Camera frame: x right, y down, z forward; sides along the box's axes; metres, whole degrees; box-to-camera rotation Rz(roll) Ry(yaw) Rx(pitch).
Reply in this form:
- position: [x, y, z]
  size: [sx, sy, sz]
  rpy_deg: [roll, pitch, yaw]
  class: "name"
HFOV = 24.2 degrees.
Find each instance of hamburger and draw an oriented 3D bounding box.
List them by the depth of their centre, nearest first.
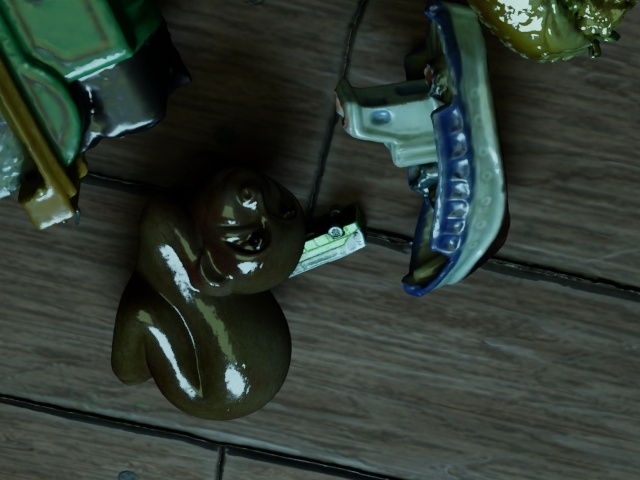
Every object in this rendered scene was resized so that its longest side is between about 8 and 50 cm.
- position: [0.130, -0.224, 1.009]
  size: [0.122, 0.189, 0.215]
  rpy_deg: [-36, 125, 17]
  class: "hamburger"

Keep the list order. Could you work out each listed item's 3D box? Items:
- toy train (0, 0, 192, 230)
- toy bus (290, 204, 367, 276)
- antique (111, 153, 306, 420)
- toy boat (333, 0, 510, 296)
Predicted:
- position: [-0.233, -0.201, 1.082]
  size: [0.249, 0.178, 0.429]
  rpy_deg: [-21, 119, 6]
  class: "toy train"
- position: [0.000, 0.000, 1.266]
  size: [0.083, 0.031, 0.037]
  rpy_deg: [-22, 124, 20]
  class: "toy bus"
- position: [-0.083, 0.042, 1.230]
  size: [0.143, 0.121, 0.256]
  rpy_deg: [24, 124, 13]
  class: "antique"
- position: [0.079, -0.064, 1.161]
  size: [0.115, 0.114, 0.262]
  rpy_deg: [-13, 125, -1]
  class: "toy boat"
